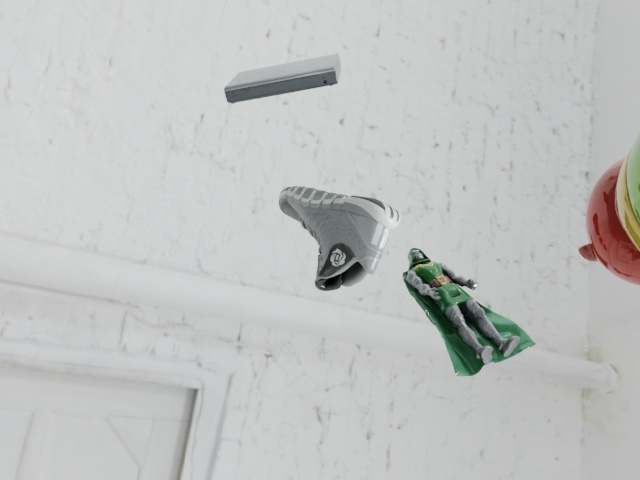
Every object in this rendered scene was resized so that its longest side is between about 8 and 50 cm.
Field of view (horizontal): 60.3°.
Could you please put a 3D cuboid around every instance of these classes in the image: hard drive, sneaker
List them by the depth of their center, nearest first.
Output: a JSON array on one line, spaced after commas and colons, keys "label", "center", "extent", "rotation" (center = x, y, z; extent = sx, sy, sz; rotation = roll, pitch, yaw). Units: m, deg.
[{"label": "hard drive", "center": [-0.044, -0.201, 0.683], "extent": [0.094, 0.135, 0.022], "rotation": [-81, 161, -61]}, {"label": "sneaker", "center": [0.000, 0.000, 0.773], "extent": [0.228, 0.086, 0.132], "rotation": [12, -98, 51]}]

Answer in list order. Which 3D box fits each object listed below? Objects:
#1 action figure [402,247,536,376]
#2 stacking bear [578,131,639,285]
[{"label": "action figure", "center": [0.195, 0.088, 0.829], "extent": [0.232, 0.137, 0.063], "rotation": [-127, -147, -45]}, {"label": "stacking bear", "center": [0.291, -0.041, 0.402], "extent": [0.289, 0.175, 0.164], "rotation": [78, -5, -75]}]
